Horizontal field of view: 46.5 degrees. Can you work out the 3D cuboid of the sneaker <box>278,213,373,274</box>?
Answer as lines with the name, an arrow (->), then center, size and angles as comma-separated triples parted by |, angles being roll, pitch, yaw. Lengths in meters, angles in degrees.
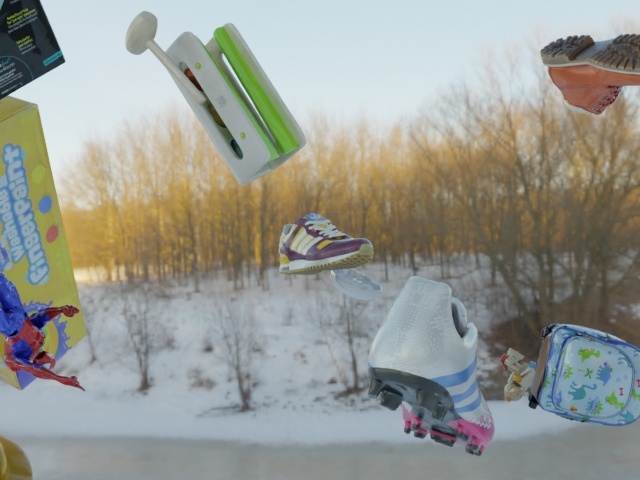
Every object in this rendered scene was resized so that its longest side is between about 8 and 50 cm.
sneaker -> 0.000, 0.000, 1.024 | 0.069, 0.084, 0.185 | 4, -10, -39

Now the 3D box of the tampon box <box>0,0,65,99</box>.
tampon box -> -0.394, -0.256, 0.848 | 0.101, 0.161, 0.120 | 14, 44, 34

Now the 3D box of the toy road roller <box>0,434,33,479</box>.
toy road roller -> -0.486, 0.421, 1.110 | 0.329, 0.241, 0.202 | 16, -21, 6

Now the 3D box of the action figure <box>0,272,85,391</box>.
action figure -> -0.374, 0.102, 0.960 | 0.139, 0.091, 0.280 | 9, -36, 10

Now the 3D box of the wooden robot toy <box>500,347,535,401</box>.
wooden robot toy -> 0.368, 0.271, 1.412 | 0.076, 0.079, 0.173 | 24, -19, 39

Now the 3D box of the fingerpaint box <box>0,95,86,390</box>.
fingerpaint box -> -0.586, -0.031, 1.162 | 0.371, 0.445, 0.163 | 19, 40, 22

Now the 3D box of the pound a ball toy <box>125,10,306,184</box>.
pound a ball toy -> -0.201, -0.252, 1.334 | 0.136, 0.319, 0.208 | -34, -1, 41

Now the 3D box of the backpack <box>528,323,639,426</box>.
backpack -> 0.301, 0.151, 0.818 | 0.114, 0.105, 0.084 | 13, 0, 3

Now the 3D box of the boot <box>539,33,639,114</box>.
boot -> 0.312, -0.174, 0.802 | 0.059, 0.085, 0.158 | -33, 26, -13

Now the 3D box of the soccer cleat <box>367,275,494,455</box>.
soccer cleat -> 0.145, 0.149, 0.845 | 0.116, 0.143, 0.331 | 12, -21, 24

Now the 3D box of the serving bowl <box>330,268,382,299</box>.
serving bowl -> 0.051, 0.069, 1.132 | 0.083, 0.027, 0.083 | 21, 13, -5
